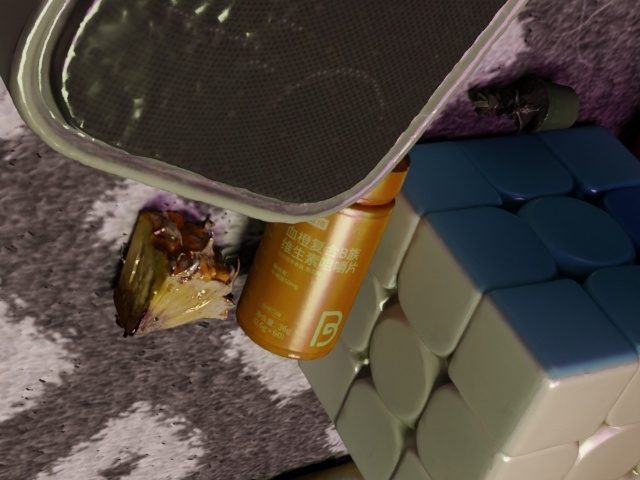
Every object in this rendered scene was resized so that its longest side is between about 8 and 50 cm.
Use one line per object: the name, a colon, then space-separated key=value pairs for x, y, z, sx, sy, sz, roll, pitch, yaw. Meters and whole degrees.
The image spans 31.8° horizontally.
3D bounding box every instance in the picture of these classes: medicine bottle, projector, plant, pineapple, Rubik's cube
medicine bottle: x=0.000 y=0.000 z=0.949 sx=0.096 sy=0.096 sz=0.192 roll=2 pitch=123 yaw=-37
projector: x=-0.055 y=-0.190 z=0.600 sx=0.248 sy=0.249 sz=0.249 roll=17 pitch=120 yaw=-46
plant: x=0.181 y=-0.122 z=1.006 sx=0.102 sy=0.051 sz=0.051 roll=-1 pitch=132 yaw=-28
pineapple: x=-0.122 y=0.039 z=0.944 sx=0.116 sy=0.069 sz=0.137 roll=-35 pitch=144 yaw=0
Rubik's cube: x=0.189 y=0.097 z=1.051 sx=0.291 sy=0.290 sz=0.291 roll=-8 pitch=135 yaw=-28

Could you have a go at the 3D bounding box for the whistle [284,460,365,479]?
whistle: x=-0.016 y=0.302 z=1.312 sx=0.326 sy=0.057 sz=0.068 roll=-11 pitch=140 yaw=-28

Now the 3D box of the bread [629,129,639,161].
bread: x=0.421 y=-0.069 z=1.134 sx=0.194 sy=0.179 sz=0.340 roll=-14 pitch=135 yaw=-27
